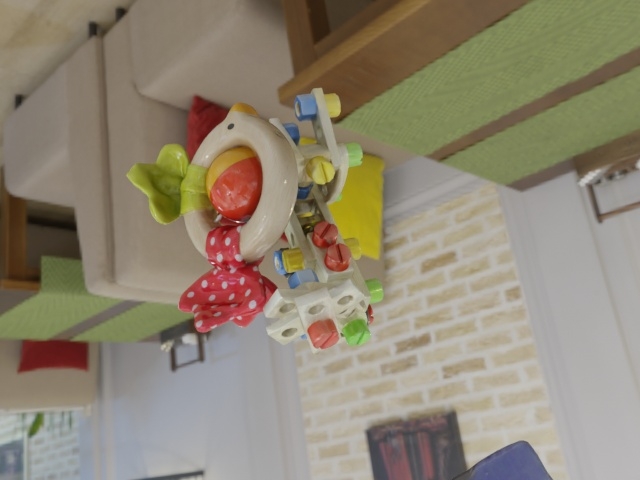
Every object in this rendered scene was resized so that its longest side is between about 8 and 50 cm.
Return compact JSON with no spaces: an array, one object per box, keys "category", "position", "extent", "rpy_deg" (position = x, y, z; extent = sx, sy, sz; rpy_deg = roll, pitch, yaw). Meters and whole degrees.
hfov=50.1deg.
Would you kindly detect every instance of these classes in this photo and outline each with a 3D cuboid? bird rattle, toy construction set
[{"category":"bird rattle","position":[-0.105,-0.034,0.748],"extent":[0.143,0.253,0.207],"rpy_deg":[16,123,-39]},{"category":"toy construction set","position":[0.000,0.000,0.806],"extent":[0.151,0.327,0.215],"rpy_deg":[1,140,-10]}]

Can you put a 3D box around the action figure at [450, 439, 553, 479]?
[{"category":"action figure","position":[-0.007,0.252,0.308],"extent":[0.341,0.178,0.330],"rpy_deg":[-30,142,-1]}]
